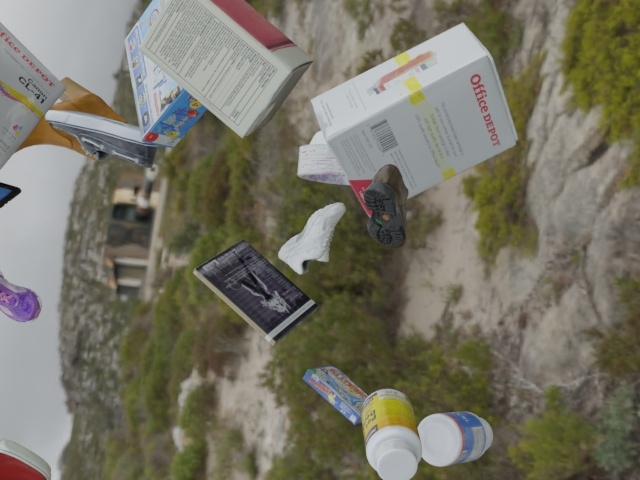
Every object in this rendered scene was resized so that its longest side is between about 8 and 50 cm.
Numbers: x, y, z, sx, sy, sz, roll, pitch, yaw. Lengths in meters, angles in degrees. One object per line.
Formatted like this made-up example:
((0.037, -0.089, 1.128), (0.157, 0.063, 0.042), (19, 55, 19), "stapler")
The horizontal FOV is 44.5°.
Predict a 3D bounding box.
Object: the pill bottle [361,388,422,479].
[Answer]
((0.151, 0.416, 1.661), (0.215, 0.117, 0.117), (-95, 16, -70), "pill bottle")

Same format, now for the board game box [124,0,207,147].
((-0.313, -0.419, 1.746), (0.302, 0.086, 0.308), (-38, 56, 38), "board game box")

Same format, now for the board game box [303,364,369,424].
((0.064, 0.425, 2.169), (0.136, 0.201, 0.035), (4, -62, -58), "board game box")

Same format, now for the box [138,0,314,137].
((-0.154, -0.309, 1.299), (0.149, 0.232, 0.127), (-49, 1, 27), "box")

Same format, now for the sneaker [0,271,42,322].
((-0.850, 0.140, 2.071), (0.095, 0.236, 0.104), (-59, -13, -4), "sneaker")

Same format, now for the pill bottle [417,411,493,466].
((0.337, 0.484, 1.925), (0.124, 0.221, 0.124), (-7, 78, 34), "pill bottle")

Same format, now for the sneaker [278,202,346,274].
((0.000, 0.000, 2.113), (0.232, 0.115, 0.090), (-47, -18, 15), "sneaker")

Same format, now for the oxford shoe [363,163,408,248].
((0.139, -0.062, 1.498), (0.227, 0.082, 0.096), (82, -150, -59), "oxford shoe")

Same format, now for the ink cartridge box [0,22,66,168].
((-0.642, -0.262, 1.443), (0.131, 0.226, 0.306), (-28, 29, 29), "ink cartridge box")

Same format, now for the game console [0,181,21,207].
((-0.597, -0.049, 1.311), (0.085, 0.144, 0.124), (9, 83, 41), "game console")

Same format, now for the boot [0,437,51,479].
((-0.540, 0.376, 1.167), (0.088, 0.244, 0.176), (-59, 18, 32), "boot")

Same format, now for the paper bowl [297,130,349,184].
((0.074, -0.254, 2.399), (0.284, 0.284, 0.148), (170, 104, -80), "paper bowl")

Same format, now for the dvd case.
((-0.129, 0.101, 1.598), (0.164, 0.221, 0.018), (-35, -18, -51), "dvd case")

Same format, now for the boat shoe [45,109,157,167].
((-0.527, -0.242, 1.868), (0.108, 0.301, 0.102), (-33, -43, -74), "boat shoe")

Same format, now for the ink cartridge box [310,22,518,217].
((0.214, -0.265, 1.762), (0.279, 0.384, 0.160), (57, -170, -44), "ink cartridge box")

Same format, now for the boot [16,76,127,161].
((-0.652, -0.263, 1.980), (0.295, 0.211, 0.104), (-50, 0, -22), "boot")
